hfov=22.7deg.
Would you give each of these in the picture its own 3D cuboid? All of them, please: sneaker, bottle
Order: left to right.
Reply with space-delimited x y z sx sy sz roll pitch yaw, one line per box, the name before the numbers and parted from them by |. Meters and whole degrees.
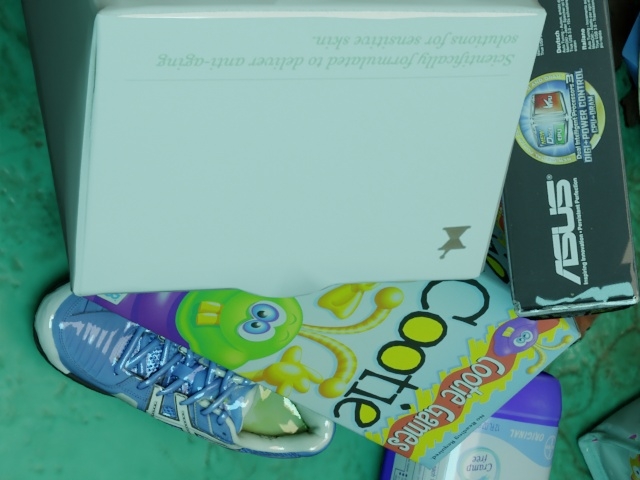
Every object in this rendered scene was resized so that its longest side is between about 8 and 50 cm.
sneaker | -0.078 0.078 0.990 0.211 0.081 0.080 25 83 -29
bottle | 0.088 0.220 1.096 0.118 0.092 0.283 13 87 -35

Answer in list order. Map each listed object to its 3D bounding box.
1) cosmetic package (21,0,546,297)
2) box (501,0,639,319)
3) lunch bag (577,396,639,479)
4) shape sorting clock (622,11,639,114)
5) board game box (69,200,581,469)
cosmetic package | -0.048 -0.146 0.798 0.197 0.365 0.155 -3 129 -17
box | 0.119 -0.095 0.827 0.060 0.216 0.270 -6 86 9
lunch bag | 0.350 0.219 1.221 0.223 0.160 0.262 -29 103 -27
shape sorting clock | 0.278 -0.148 1.174 0.206 0.040 0.206 -30 128 -48
board game box | 0.000 0.000 0.965 0.275 0.142 0.144 29 118 -30
